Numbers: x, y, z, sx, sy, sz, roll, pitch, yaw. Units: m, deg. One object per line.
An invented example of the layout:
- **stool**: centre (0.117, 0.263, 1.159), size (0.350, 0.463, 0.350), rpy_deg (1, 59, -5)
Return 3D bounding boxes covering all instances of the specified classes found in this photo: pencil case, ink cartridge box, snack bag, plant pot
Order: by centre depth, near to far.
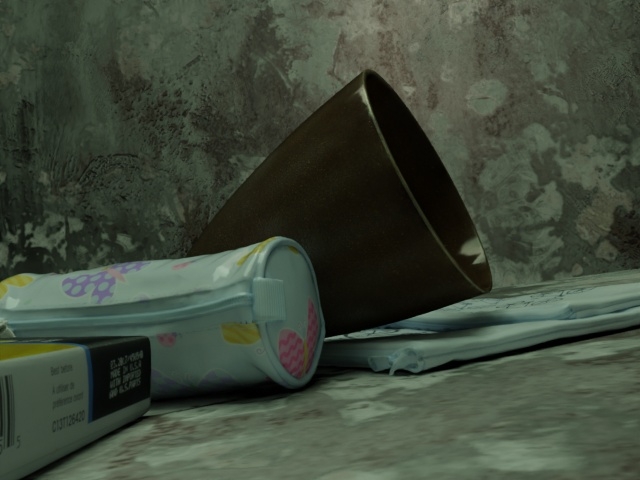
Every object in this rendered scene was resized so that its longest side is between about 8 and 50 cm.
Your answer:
- **ink cartridge box**: centre (-0.283, 0.089, 0.420), size (0.307, 0.072, 0.303), rpy_deg (0, -2, 6)
- **pencil case**: centre (-0.134, 0.066, 0.621), size (0.273, 0.114, 0.124), rpy_deg (-7, -31, 21)
- **plant pot**: centre (0.000, 0.000, 0.714), size (0.230, 0.215, 0.215), rpy_deg (-29, -10, 19)
- **snack bag**: centre (0.134, 0.080, 0.773), size (0.342, 0.037, 0.323), rpy_deg (-6, -3, -28)
